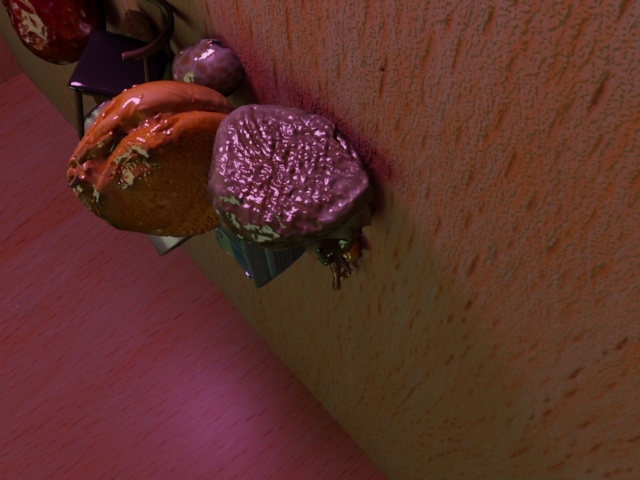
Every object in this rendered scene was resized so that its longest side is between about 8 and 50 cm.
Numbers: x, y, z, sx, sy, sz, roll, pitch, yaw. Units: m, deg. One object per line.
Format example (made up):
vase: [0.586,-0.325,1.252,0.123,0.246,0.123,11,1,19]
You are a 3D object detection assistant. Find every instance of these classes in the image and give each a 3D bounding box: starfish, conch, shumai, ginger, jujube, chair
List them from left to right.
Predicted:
jujube: [-0.618,-0.555,1.452,0.223,0.223,0.318,18,139,61]
chair: [-0.371,-0.322,1.232,0.166,0.188,0.272,12,143,-8]
ginger: [-0.356,-0.389,1.353,0.190,0.069,0.095,64,176,-39]
conch: [-0.207,-0.287,1.139,0.116,0.106,0.173,39,157,-33]
shumai: [-0.053,-0.067,0.988,0.261,0.225,0.222,30,157,10]
starfish: [0.009,-0.004,1.243,0.150,0.053,0.209,-102,-11,-80]

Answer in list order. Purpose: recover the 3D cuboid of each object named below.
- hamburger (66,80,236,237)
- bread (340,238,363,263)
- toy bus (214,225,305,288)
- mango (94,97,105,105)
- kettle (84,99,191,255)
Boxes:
hamburger: [-0.258,-0.127,1.080,0.314,0.290,0.170,9,-139,-57]
bread: [0.038,-0.010,1.175,0.106,0.053,0.072,57,-175,-12]
toy bus: [-0.145,-0.053,1.374,0.190,0.152,0.312,44,161,22]
mango: [-0.560,-0.401,1.740,0.227,0.099,0.136,-135,52,-62]
kettle: [-0.394,-0.192,1.659,0.376,0.250,0.361,55,-169,-6]
